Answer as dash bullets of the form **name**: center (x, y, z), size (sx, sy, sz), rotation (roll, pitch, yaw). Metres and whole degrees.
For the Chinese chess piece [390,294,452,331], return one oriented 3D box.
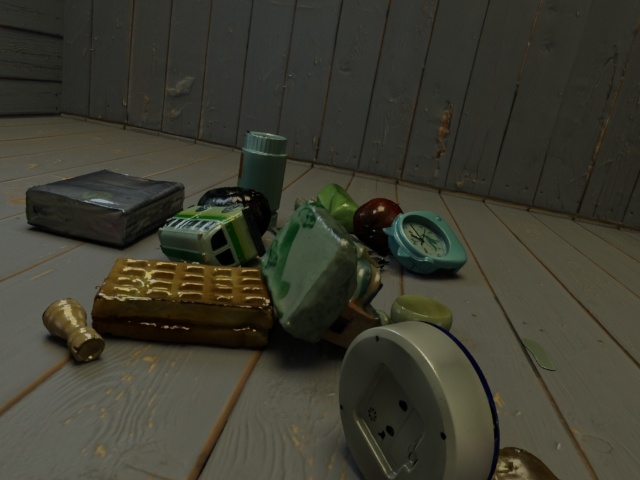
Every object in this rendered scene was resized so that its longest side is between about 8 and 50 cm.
- **Chinese chess piece**: center (0.236, 0.178, 1.169), size (0.144, 0.058, 0.144), rotation (11, 15, -3)

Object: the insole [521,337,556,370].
- **insole**: center (0.505, 0.261, 1.156), size (0.053, 0.002, 0.153), rotation (12, 16, 5)

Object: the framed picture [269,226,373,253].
- **framed picture**: center (0.000, 0.000, 1.685), size (0.293, 0.018, 0.231), rotation (2, 19, -27)

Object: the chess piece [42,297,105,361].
- **chess piece**: center (-0.413, 0.154, 0.838), size (0.066, 0.066, 0.122), rotation (-7, 30, -46)

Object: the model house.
- **model house**: center (0.070, 0.100, 1.023), size (0.325, 0.194, 0.267), rotation (33, 11, -28)

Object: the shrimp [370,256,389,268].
- **shrimp**: center (0.072, 0.053, 1.498), size (0.262, 0.051, 0.198), rotation (-6, 23, -37)

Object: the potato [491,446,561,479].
- **potato**: center (0.279, 0.336, 0.631), size (0.164, 0.081, 0.200), rotation (1, 21, -32)

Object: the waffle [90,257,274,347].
- **waffle**: center (-0.261, 0.118, 0.993), size (0.327, 0.098, 0.224), rotation (6, 16, -12)

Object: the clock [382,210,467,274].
- **clock**: center (0.319, 0.010, 1.594), size (0.274, 0.094, 0.224), rotation (-1, 50, -31)

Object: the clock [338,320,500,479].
- **clock**: center (0.112, 0.222, 0.636), size (0.083, 0.230, 0.230), rotation (-5, 22, -32)

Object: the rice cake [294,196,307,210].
- **rice cake**: center (-0.046, -0.115, 1.977), size (0.052, 0.057, 0.256), rotation (22, 10, -27)

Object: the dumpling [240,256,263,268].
- **dumpling**: center (-0.145, 0.082, 1.208), size (0.150, 0.092, 0.176), rotation (-19, 35, -33)

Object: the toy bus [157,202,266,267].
- **toy bus**: center (-0.278, -0.004, 1.211), size (0.164, 0.134, 0.276), rotation (-33, 24, -36)

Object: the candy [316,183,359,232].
- **candy**: center (0.076, -0.130, 2.003), size (0.142, 0.132, 0.343), rotation (51, 6, -21)

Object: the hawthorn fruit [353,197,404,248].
- **hawthorn fruit**: center (0.222, -0.072, 1.745), size (0.181, 0.181, 0.235), rotation (22, 38, 34)

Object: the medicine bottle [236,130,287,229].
- **medicine bottle**: center (-0.206, -0.208, 1.720), size (0.158, 0.318, 0.158), rotation (10, 18, -3)

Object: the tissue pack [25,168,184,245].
- **tissue pack**: center (-0.612, -0.109, 1.475), size (0.288, 0.124, 0.394), rotation (13, 17, 5)

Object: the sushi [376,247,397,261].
- **sushi**: center (0.316, 0.038, 1.717), size (0.192, 0.040, 0.210), rotation (20, 19, 28)

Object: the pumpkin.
- **pumpkin**: center (-0.263, -0.077, 1.516), size (0.233, 0.163, 0.233), rotation (2, 17, -1)
